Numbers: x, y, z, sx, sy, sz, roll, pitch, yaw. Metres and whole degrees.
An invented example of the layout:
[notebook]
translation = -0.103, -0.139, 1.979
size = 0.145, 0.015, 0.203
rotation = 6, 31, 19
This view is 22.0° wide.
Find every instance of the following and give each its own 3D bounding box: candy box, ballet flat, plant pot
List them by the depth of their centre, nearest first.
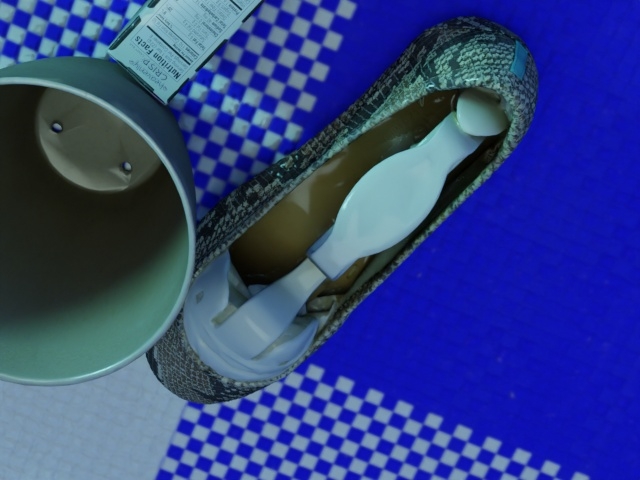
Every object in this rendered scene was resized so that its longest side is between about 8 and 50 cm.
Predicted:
[candy box]
translation = -0.064, -0.233, 1.367
size = 0.071, 0.159, 0.233
rotation = 43, 110, -11
[plant pot]
translation = -0.210, -0.052, 1.392
size = 0.256, 0.274, 0.257
rotation = 2, 112, 5
[ballet flat]
translation = 0.000, 0.000, 1.444
size = 0.164, 0.182, 0.483
rotation = 42, 110, -13
